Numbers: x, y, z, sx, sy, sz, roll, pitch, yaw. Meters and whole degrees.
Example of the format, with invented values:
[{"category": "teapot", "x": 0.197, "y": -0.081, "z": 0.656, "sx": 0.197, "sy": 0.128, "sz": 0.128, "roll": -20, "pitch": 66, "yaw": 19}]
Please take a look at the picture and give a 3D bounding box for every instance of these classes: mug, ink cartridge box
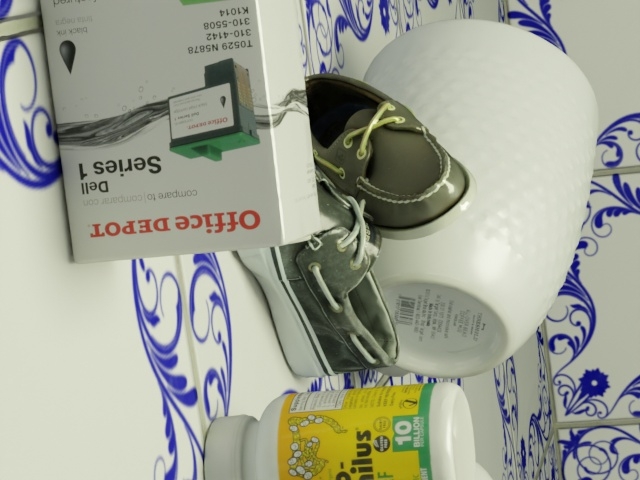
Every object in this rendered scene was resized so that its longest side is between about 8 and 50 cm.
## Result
[{"category": "mug", "x": 0.134, "y": 0.000, "z": 1.882, "sx": 0.374, "sy": 0.276, "sz": 0.328, "roll": 114, "pitch": -7, "yaw": -49}, {"category": "ink cartridge box", "x": -0.096, "y": -0.098, "z": 1.180, "sx": 0.092, "sy": 0.160, "sz": 0.219, "roll": -23, "pitch": 107, "yaw": -73}]

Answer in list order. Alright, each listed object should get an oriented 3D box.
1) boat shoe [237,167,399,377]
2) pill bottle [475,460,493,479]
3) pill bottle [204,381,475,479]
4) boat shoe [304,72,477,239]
[{"category": "boat shoe", "x": 0.000, "y": 0.000, "z": 1.582, "sx": 0.335, "sy": 0.119, "sz": 0.121, "roll": 68, "pitch": 22, "yaw": -47}, {"category": "pill bottle", "x": 0.107, "y": 0.329, "z": 1.740, "sx": 0.188, "sy": 0.187, "sz": 0.334, "roll": -79, "pitch": 159, "yaw": -46}, {"category": "pill bottle", "x": 0.016, "y": 0.181, "z": 1.409, "sx": 0.117, "sy": 0.208, "sz": 0.118, "roll": -5, "pitch": 90, "yaw": -75}, {"category": "boat shoe", "x": 0.050, "y": -0.087, "z": 1.651, "sx": 0.091, "sy": 0.109, "sz": 0.305, "roll": 58, "pitch": -8, "yaw": -27}]
